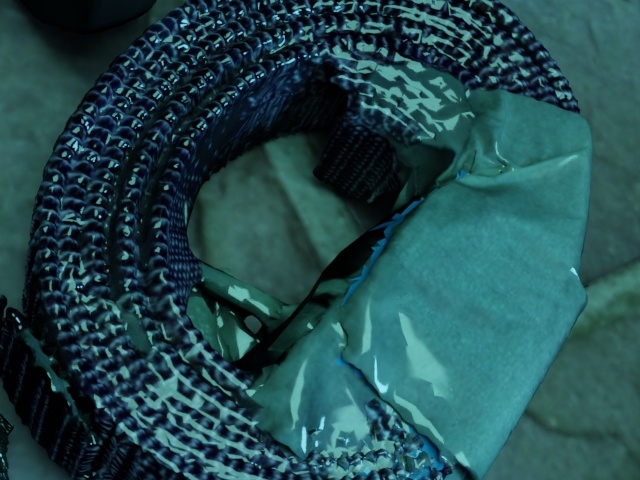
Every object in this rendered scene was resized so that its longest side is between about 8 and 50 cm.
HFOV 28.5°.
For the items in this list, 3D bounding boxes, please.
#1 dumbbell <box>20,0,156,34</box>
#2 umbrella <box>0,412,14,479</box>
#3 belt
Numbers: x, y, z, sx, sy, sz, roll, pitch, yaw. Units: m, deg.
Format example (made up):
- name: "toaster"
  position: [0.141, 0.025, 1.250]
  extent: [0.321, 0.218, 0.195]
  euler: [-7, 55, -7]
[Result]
- name: "dumbbell"
  position: [-0.044, -0.239, 0.671]
  extent: [0.388, 0.185, 0.185]
  euler: [-28, 80, -27]
- name: "umbrella"
  position: [-0.158, 0.061, 0.570]
  extent: [0.022, 0.022, 0.149]
  euler: [-17, 104, 5]
- name: "belt"
  position: [0.000, 0.000, 0.629]
  extent: [0.260, 0.122, 0.325]
  euler: [36, 59, 5]
